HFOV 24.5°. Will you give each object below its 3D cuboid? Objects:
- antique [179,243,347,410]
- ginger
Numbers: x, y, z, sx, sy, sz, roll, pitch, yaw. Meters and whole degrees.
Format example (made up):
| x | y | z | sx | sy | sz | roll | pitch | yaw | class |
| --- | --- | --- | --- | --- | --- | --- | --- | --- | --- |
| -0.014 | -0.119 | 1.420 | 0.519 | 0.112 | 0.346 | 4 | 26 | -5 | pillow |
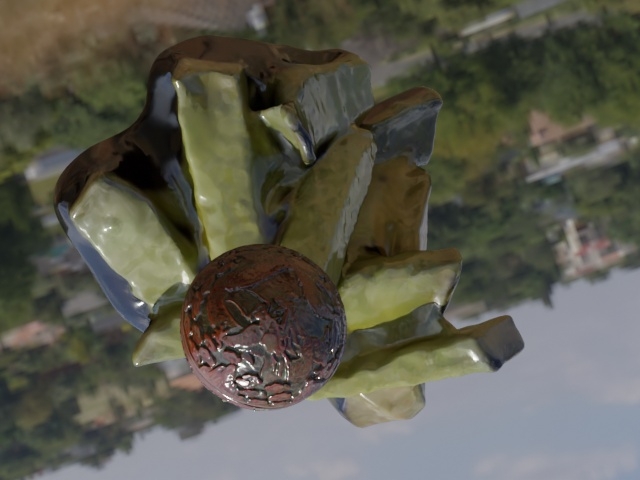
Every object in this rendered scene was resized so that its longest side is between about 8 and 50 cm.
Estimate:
| x | y | z | sx | sy | sz | roll | pitch | yaw | class |
| --- | --- | --- | --- | --- | --- | --- | --- | --- | --- |
| -0.033 | 0.050 | 0.862 | 0.104 | 0.104 | 0.104 | -19 | 175 | -2 | antique |
| 0.000 | 0.000 | 1.307 | 0.413 | 0.358 | 0.211 | 32 | -179 | -38 | ginger |
